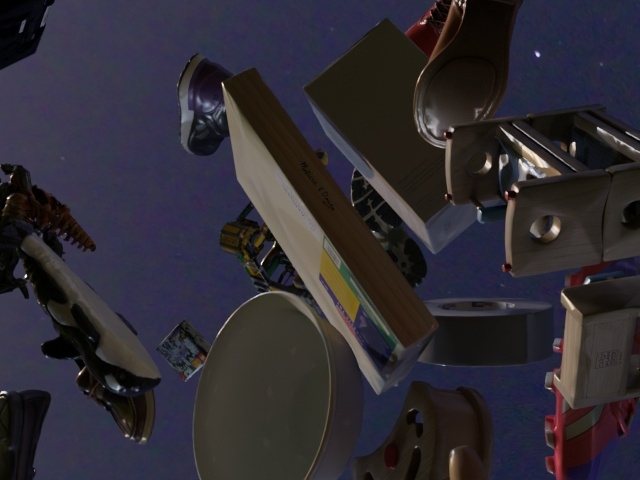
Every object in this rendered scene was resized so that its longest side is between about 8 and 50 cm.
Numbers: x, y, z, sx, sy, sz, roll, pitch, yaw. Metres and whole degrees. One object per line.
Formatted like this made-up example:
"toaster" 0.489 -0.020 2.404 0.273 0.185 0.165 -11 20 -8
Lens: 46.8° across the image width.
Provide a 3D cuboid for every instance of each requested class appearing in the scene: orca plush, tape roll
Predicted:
"orca plush" -0.340 0.109 0.968 0.102 0.151 0.287 -44 -82 -2
"tape roll" 0.233 0.131 1.095 0.219 0.219 0.072 -2 -88 31

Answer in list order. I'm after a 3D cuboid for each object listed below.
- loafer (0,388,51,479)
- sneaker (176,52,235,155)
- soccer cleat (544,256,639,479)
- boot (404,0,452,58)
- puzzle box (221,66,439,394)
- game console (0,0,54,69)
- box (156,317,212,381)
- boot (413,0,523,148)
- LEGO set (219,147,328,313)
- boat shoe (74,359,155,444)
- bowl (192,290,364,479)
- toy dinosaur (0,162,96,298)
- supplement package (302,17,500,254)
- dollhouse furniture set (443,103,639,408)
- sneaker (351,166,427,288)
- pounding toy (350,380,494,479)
"loafer" -0.578 0.432 1.424 0.109 0.095 0.303 17 -79 42
"sneaker" -0.185 -0.215 1.353 0.124 0.283 0.107 25 -109 3
"soccer cleat" 0.244 0.100 0.621 0.095 0.083 0.248 6 -132 22
"boot" 0.216 -0.413 1.328 0.244 0.176 0.088 -44 -105 -3
"puzzle box" 0.000 0.000 0.988 0.052 0.272 0.409 -30 -108 -14
"game console" -0.409 -0.141 0.792 0.044 0.213 0.361 42 -47 -2
"box" -0.273 0.223 1.496 0.094 0.027 0.137 47 -42 1
"boot" 0.146 -0.193 0.662 0.072 0.152 0.197 21 -51 5
"LEGO set" -0.021 -0.019 1.469 0.192 0.255 0.331 16 -130 33
"boat shoe" -0.439 0.292 1.511 0.342 0.123 0.123 46 -57 46
"bowl" -0.037 0.225 0.989 0.297 0.134 0.298 -26 -125 43
"toy dinosaur" -0.523 -0.020 1.294 0.322 0.164 0.219 19 -76 52
"supplement package" 0.140 -0.158 1.139 0.175 0.177 0.293 -40 -110 0
"dollhouse furniture set" 0.173 0.012 0.551 0.129 0.128 0.184 -112 -165 -62
"sneaker" 0.121 -0.034 1.512 0.110 0.122 0.283 -18 -85 -10
"pounding toy" 0.095 0.244 0.840 0.269 0.154 0.154 132 -36 -54
